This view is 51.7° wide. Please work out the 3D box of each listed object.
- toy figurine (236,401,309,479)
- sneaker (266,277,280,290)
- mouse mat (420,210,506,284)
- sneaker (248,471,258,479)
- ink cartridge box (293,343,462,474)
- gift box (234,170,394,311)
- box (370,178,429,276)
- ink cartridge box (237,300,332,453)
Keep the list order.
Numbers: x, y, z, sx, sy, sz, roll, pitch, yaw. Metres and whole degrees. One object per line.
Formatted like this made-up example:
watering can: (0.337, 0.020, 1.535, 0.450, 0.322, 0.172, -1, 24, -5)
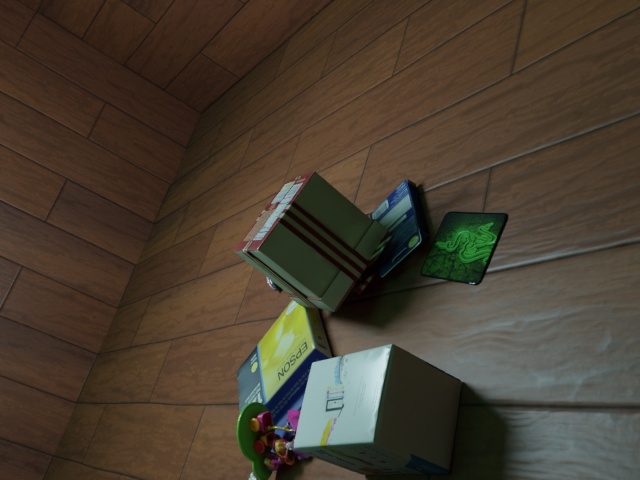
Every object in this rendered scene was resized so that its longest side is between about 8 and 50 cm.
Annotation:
toy figurine: (-0.076, 0.431, 1.430, 0.159, 0.130, 0.173, -14, 84, 31)
sneaker: (-0.122, 0.093, 1.929, 0.057, 0.047, 0.119, -30, 39, 28)
mouse mat: (0.281, 0.011, 1.319, 0.189, 0.007, 0.153, 7, 70, 62)
sneaker: (-0.131, 0.572, 1.429, 0.075, 0.063, 0.170, -62, 21, -3)
ink cartridge box: (0.096, 0.306, 1.160, 0.232, 0.171, 0.168, -26, 42, 51)
gift box: (0.000, 0.000, 1.514, 0.276, 0.258, 0.255, -52, 16, -10)
box: (0.178, -0.024, 1.504, 0.136, 0.036, 0.225, -45, 29, 30)
ink cartridge box: (-0.093, 0.328, 1.603, 0.304, 0.072, 0.307, -51, 25, 18)
